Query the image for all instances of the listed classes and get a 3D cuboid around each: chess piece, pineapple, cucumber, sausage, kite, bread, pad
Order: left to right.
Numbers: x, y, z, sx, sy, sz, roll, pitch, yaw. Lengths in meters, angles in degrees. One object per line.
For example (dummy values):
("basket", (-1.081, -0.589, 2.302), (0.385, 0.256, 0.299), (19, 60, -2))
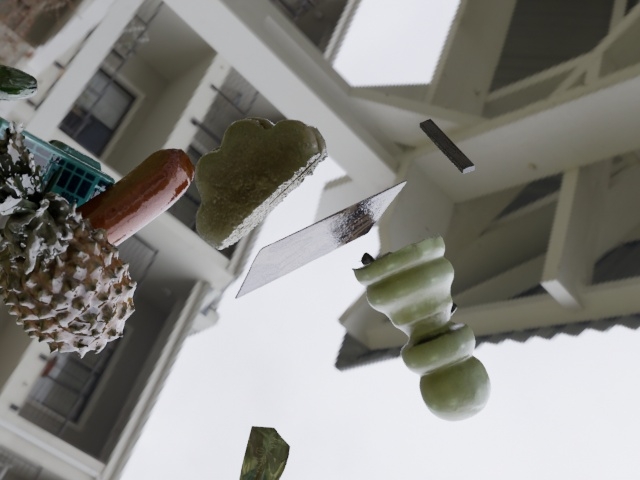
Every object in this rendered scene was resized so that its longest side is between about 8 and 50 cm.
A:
("cucumber", (-0.578, -0.287, 1.458), (0.035, 0.108, 0.067), (-129, -136, -61))
("pineapple", (-0.342, 0.007, 0.988), (0.175, 0.361, 0.175), (-4, -129, 5))
("sausage", (-0.333, -0.044, 1.299), (0.300, 0.089, 0.083), (-36, -150, -7))
("bread", (-0.147, -0.137, 1.600), (0.337, 0.183, 0.102), (-42, 177, 24))
("kite", (-0.141, 0.541, 1.647), (0.169, 0.015, 0.309), (-1, -108, 54))
("pad", (0.000, 0.000, 1.466), (0.330, 0.004, 0.220), (-26, 164, -28))
("chess piece", (0.203, 0.169, 1.453), (0.183, 0.330, 0.182), (-23, 175, -2))

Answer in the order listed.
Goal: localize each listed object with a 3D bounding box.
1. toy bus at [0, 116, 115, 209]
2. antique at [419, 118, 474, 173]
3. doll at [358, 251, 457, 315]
("toy bus", (-0.479, -0.106, 1.332), (0.128, 0.256, 0.147), (22, -96, 41))
("antique", (0.269, -0.204, 1.702), (0.031, 0.015, 0.192), (-20, -136, -12))
("doll", (0.190, 0.114, 1.809), (0.088, 0.249, 0.127), (-55, -177, 24))
